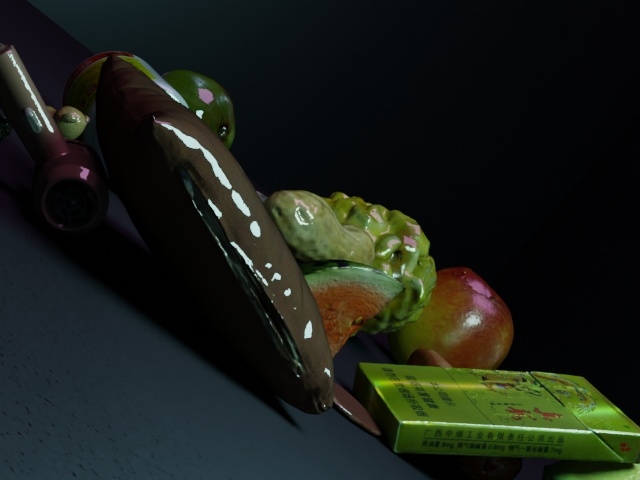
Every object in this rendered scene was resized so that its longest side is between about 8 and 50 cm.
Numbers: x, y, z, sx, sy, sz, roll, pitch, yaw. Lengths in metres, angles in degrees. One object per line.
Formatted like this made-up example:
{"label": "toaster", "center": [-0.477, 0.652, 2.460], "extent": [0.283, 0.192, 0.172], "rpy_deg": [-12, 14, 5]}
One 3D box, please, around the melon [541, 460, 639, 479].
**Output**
{"label": "melon", "center": [0.377, 0.383, 1.354], "extent": [0.196, 0.124, 0.323], "rpy_deg": [26, -28, 32]}

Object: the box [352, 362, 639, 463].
{"label": "box", "center": [0.208, 0.202, 1.297], "extent": [0.311, 0.043, 0.173], "rpy_deg": [6, 15, -16]}

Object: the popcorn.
{"label": "popcorn", "center": [0.080, 0.043, 1.781], "extent": [0.250, 0.235, 0.241], "rpy_deg": [11, 49, -45]}

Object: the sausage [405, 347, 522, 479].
{"label": "sausage", "center": [0.177, 0.233, 1.472], "extent": [0.097, 0.094, 0.348], "rpy_deg": [53, -2, -16]}

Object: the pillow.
{"label": "pillow", "center": [-0.109, -0.016, 1.016], "extent": [0.307, 0.108, 0.305], "rpy_deg": [61, -7, -26]}

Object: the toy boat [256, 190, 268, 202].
{"label": "toy boat", "center": [-0.110, -0.032, 1.602], "extent": [0.227, 0.085, 0.155], "rpy_deg": [30, -2, 33]}

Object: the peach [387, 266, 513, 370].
{"label": "peach", "center": [0.238, 0.163, 2.004], "extent": [0.231, 0.231, 0.231], "rpy_deg": [40, 3, -3]}

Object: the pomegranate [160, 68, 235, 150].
{"label": "pomegranate", "center": [-0.257, -0.203, 1.867], "extent": [0.225, 0.187, 0.187], "rpy_deg": [12, -8, 21]}

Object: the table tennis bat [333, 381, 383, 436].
{"label": "table tennis bat", "center": [0.013, 0.166, 1.181], "extent": [0.156, 0.013, 0.087], "rpy_deg": [40, 5, -38]}

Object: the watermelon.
{"label": "watermelon", "center": [0.010, 0.064, 1.387], "extent": [0.137, 0.145, 0.193], "rpy_deg": [46, 4, 17]}

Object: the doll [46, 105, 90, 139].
{"label": "doll", "center": [-0.318, -0.149, 1.279], "extent": [0.093, 0.051, 0.061], "rpy_deg": [39, 10, -1]}

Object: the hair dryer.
{"label": "hair dryer", "center": [-0.239, -0.094, 0.913], "extent": [0.181, 0.064, 0.117], "rpy_deg": [62, -4, -20]}

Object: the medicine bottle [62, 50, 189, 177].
{"label": "medicine bottle", "center": [-0.240, -0.149, 1.392], "extent": [0.139, 0.139, 0.225], "rpy_deg": [38, 4, -33]}

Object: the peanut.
{"label": "peanut", "center": [0.000, 0.000, 1.474], "extent": [0.098, 0.103, 0.229], "rpy_deg": [-1, -25, 38]}

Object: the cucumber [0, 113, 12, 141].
{"label": "cucumber", "center": [-0.294, -0.097, 0.870], "extent": [0.043, 0.044, 0.257], "rpy_deg": [16, 1, 1]}
